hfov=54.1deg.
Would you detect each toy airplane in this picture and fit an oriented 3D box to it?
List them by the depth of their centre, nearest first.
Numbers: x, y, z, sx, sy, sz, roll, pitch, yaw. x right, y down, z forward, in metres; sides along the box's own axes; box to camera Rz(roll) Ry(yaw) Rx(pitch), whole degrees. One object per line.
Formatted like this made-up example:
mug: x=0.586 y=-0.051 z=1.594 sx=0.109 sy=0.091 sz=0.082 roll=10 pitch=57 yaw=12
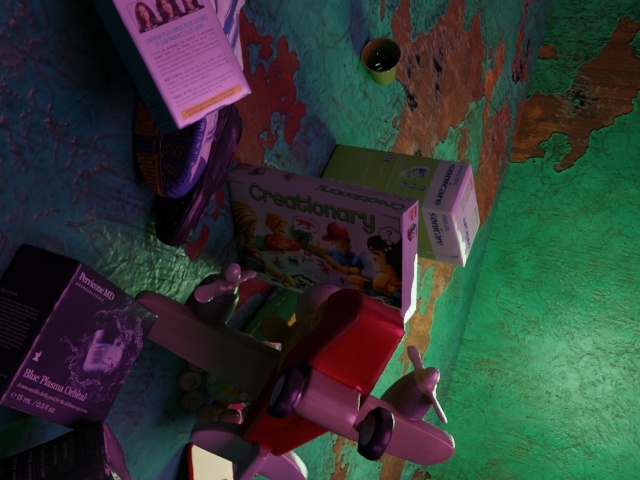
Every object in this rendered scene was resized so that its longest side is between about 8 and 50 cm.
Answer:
toy airplane: x=-0.024 y=0.189 z=0.881 sx=0.386 sy=0.384 sz=0.272 roll=63 pitch=34 yaw=-42

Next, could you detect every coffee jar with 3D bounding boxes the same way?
coffee jar: x=-0.303 y=0.264 z=0.659 sx=0.184 sy=0.079 sz=0.096 roll=-18 pitch=131 yaw=-12

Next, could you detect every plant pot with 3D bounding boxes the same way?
plant pot: x=0.129 y=-0.367 z=1.310 sx=0.079 sy=0.083 sz=0.083 roll=63 pitch=46 yaw=-71

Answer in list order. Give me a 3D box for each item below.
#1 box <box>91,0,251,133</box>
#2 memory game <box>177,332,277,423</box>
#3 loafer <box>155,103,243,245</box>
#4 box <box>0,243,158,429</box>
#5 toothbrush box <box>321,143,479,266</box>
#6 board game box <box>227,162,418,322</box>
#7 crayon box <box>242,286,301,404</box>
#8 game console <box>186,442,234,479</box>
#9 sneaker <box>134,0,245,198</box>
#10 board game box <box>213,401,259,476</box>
box: x=-0.174 y=-0.244 z=0.654 sx=0.100 sy=0.060 sz=0.244 roll=-34 pitch=111 yaw=-28
memory game: x=-0.134 y=0.226 z=0.997 sx=0.012 sy=0.186 sz=0.186 roll=-121 pitch=-153 yaw=-60
loafer: x=-0.159 y=-0.091 z=0.864 sx=0.078 sy=0.076 sz=0.223 roll=40 pitch=63 yaw=-53
box: x=-0.288 y=0.113 z=0.694 sx=0.158 sy=0.093 sz=0.156 roll=-67 pitch=152 yaw=-20
toothbrush box: x=0.162 y=-0.071 z=1.272 sx=0.122 sy=0.283 sz=0.206 roll=-64 pitch=150 yaw=-23
board game box: x=0.000 y=0.000 z=0.963 sx=0.053 sy=0.305 sz=0.193 roll=-41 pitch=137 yaw=-46
crayon box: x=-0.045 y=0.181 z=1.154 sx=0.278 sy=0.081 sz=0.165 roll=-55 pitch=133 yaw=-44
game console: x=-0.211 y=0.422 z=1.077 sx=0.124 sy=0.085 sz=0.144 roll=-44 pitch=151 yaw=5
sneaker: x=-0.148 y=-0.198 z=0.798 sx=0.131 sy=0.112 sz=0.296 roll=-4 pitch=107 yaw=-63
board game box: x=-0.124 y=0.341 z=1.189 sx=0.124 sy=0.039 sz=0.259 roll=-55 pitch=149 yaw=-37
